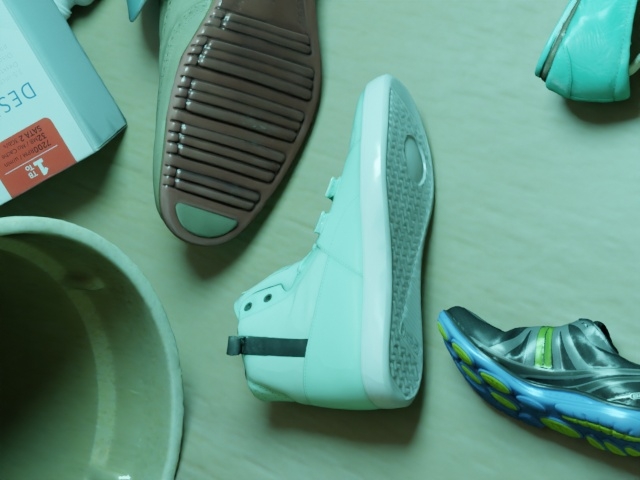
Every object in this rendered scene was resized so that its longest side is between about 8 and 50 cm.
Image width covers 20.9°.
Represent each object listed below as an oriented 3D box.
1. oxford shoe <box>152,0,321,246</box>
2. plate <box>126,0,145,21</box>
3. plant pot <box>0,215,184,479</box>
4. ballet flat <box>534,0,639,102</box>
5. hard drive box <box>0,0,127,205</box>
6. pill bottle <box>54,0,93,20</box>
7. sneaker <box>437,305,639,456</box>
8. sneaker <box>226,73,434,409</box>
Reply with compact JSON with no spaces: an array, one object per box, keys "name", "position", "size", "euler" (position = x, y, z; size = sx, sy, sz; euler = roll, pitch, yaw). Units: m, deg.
[{"name":"oxford shoe","position":[-0.076,-0.163,1.396],"size":[0.130,0.123,0.348],"euler":[0,73,54]},{"name":"plate","position":[-0.128,-0.269,1.415],"size":[0.024,0.188,0.188],"euler":[23,83,-12]},{"name":"plant pot","position":[-0.327,0.128,1.322],"size":[0.305,0.334,0.334],"euler":[11,79,42]},{"name":"ballet flat","position":[0.239,-0.209,1.257],"size":[0.087,0.083,0.247],"euler":[22,85,7]},{"name":"hard drive box","position":[-0.301,-0.144,1.434],"size":[0.181,0.089,0.232],"euler":[-28,101,18]},{"name":"pill bottle","position":[-0.209,-0.247,1.499],"size":[0.067,0.067,0.120],"euler":[40,94,31]},{"name":"sneaker","position":[0.165,0.088,1.207],"size":[0.188,0.067,0.078],"euler":[20,63,33]},{"name":"sneaker","position":[0.000,0.000,1.296],"size":[0.151,0.094,0.256],"euler":[-5,70,29]}]
